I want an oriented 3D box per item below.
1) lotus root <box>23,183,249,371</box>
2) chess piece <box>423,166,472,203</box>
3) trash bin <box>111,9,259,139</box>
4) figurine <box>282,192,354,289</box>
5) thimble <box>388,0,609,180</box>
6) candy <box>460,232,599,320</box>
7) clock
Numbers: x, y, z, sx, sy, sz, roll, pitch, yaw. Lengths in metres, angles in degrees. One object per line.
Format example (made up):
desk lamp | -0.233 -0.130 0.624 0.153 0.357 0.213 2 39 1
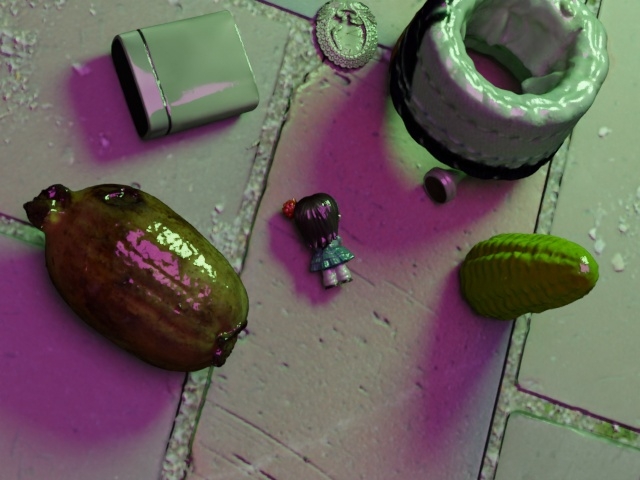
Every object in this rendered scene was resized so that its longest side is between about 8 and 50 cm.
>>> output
lotus root | -0.188 0.030 1.792 0.260 0.128 0.145 36 78 -4
chess piece | 0.161 -0.080 1.980 0.093 0.042 0.042 -34 88 -27
trash bin | -0.145 -0.179 1.896 0.130 0.059 0.116 -16 83 -22
figurine | 0.000 0.000 1.906 0.060 0.047 0.106 -18 89 15
thimble | 0.201 -0.189 1.946 0.237 0.150 0.237 9 61 -17
candy | 0.229 0.036 1.883 0.096 0.209 0.097 2 86 -25
clock | 0.030 -0.233 1.992 0.074 0.010 0.083 2 76 -18
